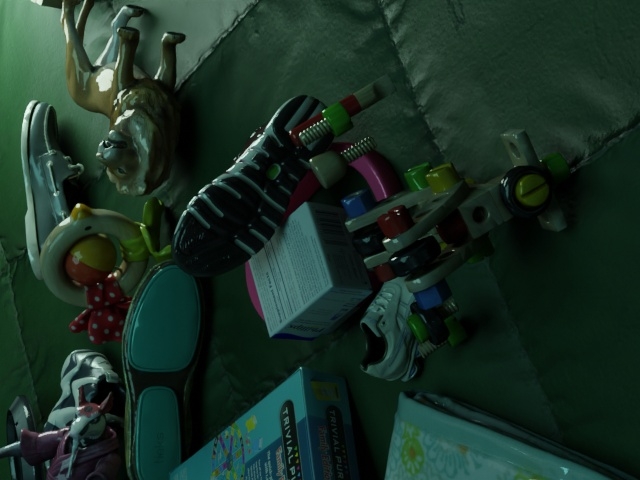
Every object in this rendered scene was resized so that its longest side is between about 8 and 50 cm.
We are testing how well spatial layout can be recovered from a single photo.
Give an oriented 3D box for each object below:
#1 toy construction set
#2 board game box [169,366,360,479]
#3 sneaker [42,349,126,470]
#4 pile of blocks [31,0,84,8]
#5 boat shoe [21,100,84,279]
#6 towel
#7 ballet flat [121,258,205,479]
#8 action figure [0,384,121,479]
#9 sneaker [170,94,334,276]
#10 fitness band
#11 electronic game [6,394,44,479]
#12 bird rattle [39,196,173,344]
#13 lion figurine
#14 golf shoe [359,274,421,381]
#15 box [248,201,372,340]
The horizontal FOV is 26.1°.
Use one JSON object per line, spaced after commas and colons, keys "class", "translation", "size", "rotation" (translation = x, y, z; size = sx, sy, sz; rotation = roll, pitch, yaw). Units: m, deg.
{"class": "toy construction set", "translation": [0.141, -0.067, 1.591], "size": [0.237, 0.257, 0.308], "rotation": [-32, 76, -6]}
{"class": "board game box", "translation": [-0.078, 0.361, 1.838], "size": [0.336, 0.079, 0.253], "rotation": [-41, 44, 39]}
{"class": "sneaker", "translation": [-0.363, 0.301, 2.190], "size": [0.153, 0.094, 0.234], "rotation": [17, 91, 56]}
{"class": "pile of blocks", "translation": [-0.399, -0.485, 2.259], "size": [0.362, 0.113, 0.148], "rotation": [-39, 60, 40]}
{"class": "boat shoe", "translation": [-0.440, -0.090, 2.322], "size": [0.099, 0.116, 0.319], "rotation": [-8, 70, 4]}
{"class": "towel", "translation": [0.200, 0.371, 1.565], "size": [0.374, 0.090, 0.320], "rotation": [20, 102, 47]}
{"class": "ballet flat", "translation": [-0.241, 0.201, 2.059], "size": [0.123, 0.123, 0.348], "rotation": [1, 87, 48]}
{"class": "action figure", "translation": [-0.366, 0.397, 2.099], "size": [0.248, 0.276, 0.370], "rotation": [30, 103, 39]}
{"class": "sneaker", "translation": [-0.094, -0.062, 1.801], "size": [0.281, 0.106, 0.162], "rotation": [-48, 10, -12]}
{"class": "fitness band", "translation": [0.000, 0.000, 1.833], "size": [0.291, 0.054, 0.209], "rotation": [-46, 56, 35]}
{"class": "electronic game", "translation": [-0.491, 0.375, 2.322], "size": [0.229, 0.048, 0.229], "rotation": [174, 90, -70]}
{"class": "bird rattle", "translation": [-0.330, 0.037, 2.104], "size": [0.253, 0.207, 0.143], "rotation": [-49, 35, 23]}
{"class": "lion figurine", "translation": [-0.319, -0.237, 2.165], "size": [0.392, 0.142, 0.240], "rotation": [45, 129, 56]}
{"class": "golf shoe", "translation": [0.090, 0.087, 1.705], "size": [0.069, 0.086, 0.176], "rotation": [4, 89, 50]}
{"class": "box", "translation": [-0.015, 0.041, 1.754], "size": [0.137, 0.072, 0.126], "rotation": [-40, 55, 38]}
